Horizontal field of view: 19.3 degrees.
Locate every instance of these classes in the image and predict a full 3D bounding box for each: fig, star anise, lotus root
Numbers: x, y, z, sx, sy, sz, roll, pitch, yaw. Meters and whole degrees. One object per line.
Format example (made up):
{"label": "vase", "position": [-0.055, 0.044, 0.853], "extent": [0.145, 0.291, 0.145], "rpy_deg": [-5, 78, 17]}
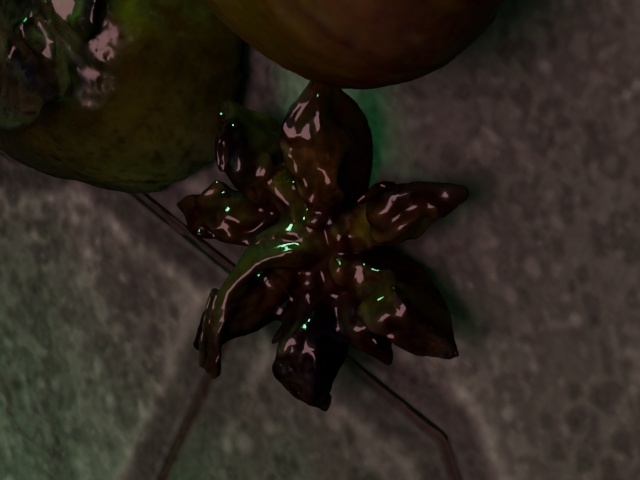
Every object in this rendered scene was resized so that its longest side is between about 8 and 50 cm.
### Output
{"label": "fig", "position": [-0.020, -0.163, 0.769], "extent": [0.230, 0.143, 0.160], "rpy_deg": [34, 127, -7]}
{"label": "star anise", "position": [0.000, 0.001, 0.864], "extent": [0.167, 0.057, 0.168], "rpy_deg": [2, 95, 28]}
{"label": "lotus root", "position": [-0.131, -0.116, 0.920], "extent": [0.183, 0.078, 0.204], "rpy_deg": [-21, 86, 36]}
